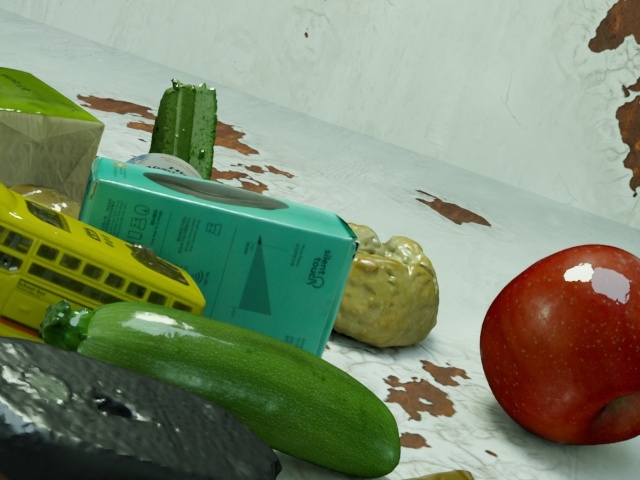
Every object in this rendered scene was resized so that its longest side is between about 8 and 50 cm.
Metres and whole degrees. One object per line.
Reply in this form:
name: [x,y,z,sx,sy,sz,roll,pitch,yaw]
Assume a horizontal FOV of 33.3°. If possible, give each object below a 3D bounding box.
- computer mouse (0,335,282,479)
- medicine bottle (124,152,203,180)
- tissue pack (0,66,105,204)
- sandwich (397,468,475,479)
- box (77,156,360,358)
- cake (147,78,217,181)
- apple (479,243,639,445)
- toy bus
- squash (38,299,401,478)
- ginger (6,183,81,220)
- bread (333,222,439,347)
computer mouse: [-0.177,0.179,0.867,0.323,0.116,0.183,25,19,-35]
medicine bottle: [-0.232,-0.032,1.477,0.157,0.157,0.288,15,16,-8]
tissue pack: [-0.490,-0.163,1.631,0.200,0.167,0.275,4,21,-40]
sandwich: [0.067,0.252,0.970,0.163,0.079,0.113,13,14,-11]
box: [-0.136,0.039,1.251,0.311,0.205,0.118,13,18,-14]
cake: [-0.216,-0.133,1.718,0.100,0.235,0.099,-2,34,-36]
apple: [0.339,0.134,1.353,0.260,0.260,0.216,10,41,-26]
toy bus: [-0.289,0.038,1.070,0.330,0.152,0.144,26,8,-27]
squash: [-0.079,0.140,1.047,0.395,0.107,0.107,23,13,-20]
ginger: [-0.388,-0.032,1.354,0.131,0.086,0.294,-7,10,-36]
bread: [0.066,0.055,1.551,0.244,0.134,0.244,19,17,-6]
